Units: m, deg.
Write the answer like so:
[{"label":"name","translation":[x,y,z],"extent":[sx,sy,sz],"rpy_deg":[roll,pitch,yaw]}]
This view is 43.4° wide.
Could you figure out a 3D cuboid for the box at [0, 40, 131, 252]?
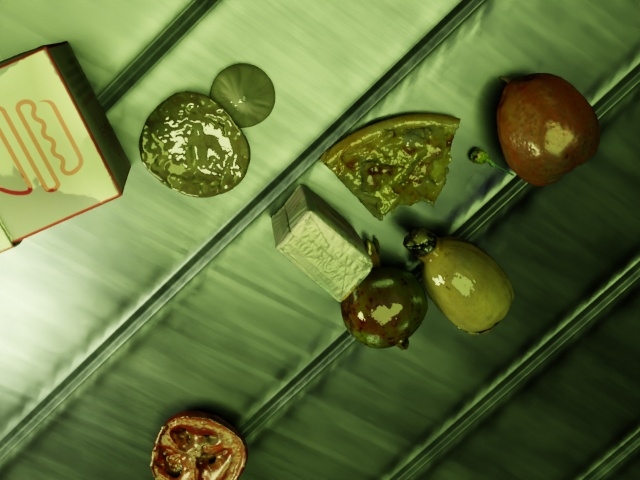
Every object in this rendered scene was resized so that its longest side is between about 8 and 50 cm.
[{"label":"box","translation":[-0.568,-0.186,1.540],"extent":[0.300,0.314,0.312],"rpy_deg":[-25,108,-2]}]

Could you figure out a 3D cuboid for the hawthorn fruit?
[{"label":"hawthorn fruit","translation":[0.464,-0.255,1.720],"extent":[0.210,0.210,0.262],"rpy_deg":[-36,84,4]}]

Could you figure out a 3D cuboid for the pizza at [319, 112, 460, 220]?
[{"label":"pizza","translation":[0.170,-0.157,1.764],"extent":[0.324,0.089,0.223],"rpy_deg":[-16,105,-2]}]

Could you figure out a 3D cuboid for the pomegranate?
[{"label":"pomegranate","translation":[0.142,0.119,1.795],"extent":[0.198,0.198,0.245],"rpy_deg":[7,87,-9]}]

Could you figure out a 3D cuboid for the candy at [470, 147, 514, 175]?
[{"label":"candy","translation":[0.390,-0.171,1.818],"extent":[0.123,0.035,0.035],"rpy_deg":[25,91,-24]}]

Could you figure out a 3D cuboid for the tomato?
[{"label":"tomato","translation":[-0.284,0.500,1.903],"extent":[0.228,0.101,0.227],"rpy_deg":[-1,99,-3]}]

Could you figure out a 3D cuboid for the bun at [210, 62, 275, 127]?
[{"label":"bun","translation":[-0.159,-0.298,1.673],"extent":[0.138,0.094,0.138],"rpy_deg":[-3,108,-10]}]

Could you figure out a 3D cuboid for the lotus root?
[{"label":"lotus root","translation":[0.303,0.076,1.800],"extent":[0.183,0.183,0.310],"rpy_deg":[-44,107,7]}]

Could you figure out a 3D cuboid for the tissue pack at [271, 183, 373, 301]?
[{"label":"tissue pack","translation":[0.000,0.000,1.715],"extent":[0.185,0.225,0.124],"rpy_deg":[39,100,-16]}]

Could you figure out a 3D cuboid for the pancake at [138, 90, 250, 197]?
[{"label":"pancake","translation":[-0.263,-0.203,1.695],"extent":[0.242,0.050,0.241],"rpy_deg":[3,116,6]}]
